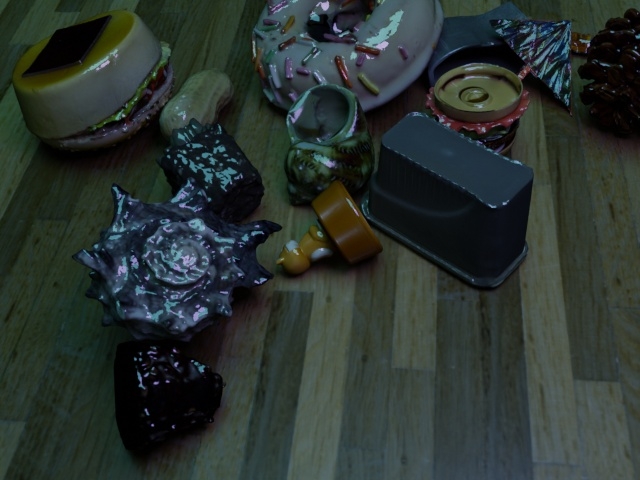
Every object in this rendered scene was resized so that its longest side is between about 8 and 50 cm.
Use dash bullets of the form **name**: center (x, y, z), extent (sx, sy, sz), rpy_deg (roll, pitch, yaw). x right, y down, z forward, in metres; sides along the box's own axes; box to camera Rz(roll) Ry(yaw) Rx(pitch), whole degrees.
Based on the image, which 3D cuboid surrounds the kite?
- **kite**: center (0.405, -0.335, 1.405), extent (0.232, 0.009, 0.189), rpy_deg (44, 81, -1)

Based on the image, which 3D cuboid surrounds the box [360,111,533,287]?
- **box**: center (0.194, -0.073, 1.179), extent (0.274, 0.178, 0.138), rpy_deg (33, 59, 27)

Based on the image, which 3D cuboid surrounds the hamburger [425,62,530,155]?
- **hamburger**: center (0.270, -0.210, 1.317), extent (0.175, 0.137, 0.175), rpy_deg (-6, 47, 6)

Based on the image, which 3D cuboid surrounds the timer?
- **timer**: center (0.000, 0.000, 1.187), extent (0.152, 0.132, 0.132), rpy_deg (-33, 52, 4)

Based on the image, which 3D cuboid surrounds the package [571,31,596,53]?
- **package**: center (0.518, -0.391, 1.521), extent (0.110, 0.033, 0.077), rpy_deg (13, 61, 21)

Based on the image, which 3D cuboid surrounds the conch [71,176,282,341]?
- **conch**: center (-0.187, 0.033, 1.076), extent (0.240, 0.186, 0.313), rpy_deg (36, 24, 29)

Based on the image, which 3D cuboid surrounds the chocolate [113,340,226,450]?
- **chocolate**: center (-0.195, 0.204, 1.025), extent (0.133, 0.156, 0.156), rpy_deg (2, 45, -26)

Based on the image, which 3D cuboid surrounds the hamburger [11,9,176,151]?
- **hamburger**: center (-0.408, -0.285, 1.403), extent (0.300, 0.176, 0.300), rpy_deg (-13, 43, 12)

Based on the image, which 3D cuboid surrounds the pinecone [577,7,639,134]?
- **pinecone**: center (0.542, -0.283, 1.315), extent (0.221, 0.222, 0.222), rpy_deg (-2, 49, 3)

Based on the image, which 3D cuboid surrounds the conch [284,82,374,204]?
- **conch**: center (0.006, -0.149, 1.293), extent (0.181, 0.124, 0.187), rpy_deg (-37, 66, -18)

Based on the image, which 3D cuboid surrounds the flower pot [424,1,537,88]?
- **flower pot**: center (0.294, -0.369, 1.475), extent (0.229, 0.103, 0.108), rpy_deg (-16, 50, -7)

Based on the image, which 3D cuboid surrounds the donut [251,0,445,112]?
- **donut**: center (0.037, -0.395, 1.433), extent (0.382, 0.142, 0.383), rpy_deg (-12, 55, 17)

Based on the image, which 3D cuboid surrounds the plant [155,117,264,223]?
- **plant**: center (-0.191, -0.116, 1.279), extent (0.132, 0.129, 0.194), rpy_deg (-34, 58, -23)

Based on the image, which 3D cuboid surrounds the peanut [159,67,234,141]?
- **peanut**: center (-0.222, -0.250, 1.418), extent (0.090, 0.098, 0.214), rpy_deg (-29, 26, 42)
